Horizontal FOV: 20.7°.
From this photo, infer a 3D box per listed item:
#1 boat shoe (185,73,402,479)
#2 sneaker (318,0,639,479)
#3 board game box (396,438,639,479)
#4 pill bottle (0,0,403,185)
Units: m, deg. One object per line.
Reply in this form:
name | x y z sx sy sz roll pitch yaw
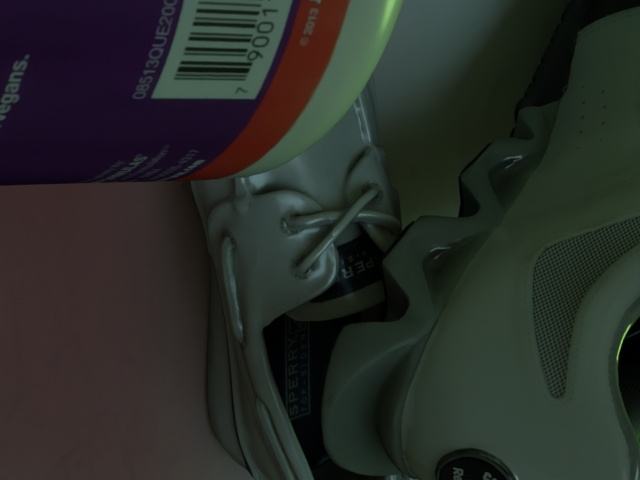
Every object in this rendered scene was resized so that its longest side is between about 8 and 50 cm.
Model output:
boat shoe | 0.000 0.000 0.697 0.095 0.084 0.258 -24 125 -23
sneaker | 0.145 -0.015 0.709 0.330 0.146 0.122 -55 148 -29
board game box | 0.098 0.129 0.872 0.154 0.026 0.103 -16 121 -28
pill bottle | -0.144 -0.103 0.479 0.323 0.181 0.181 -3 114 -34
